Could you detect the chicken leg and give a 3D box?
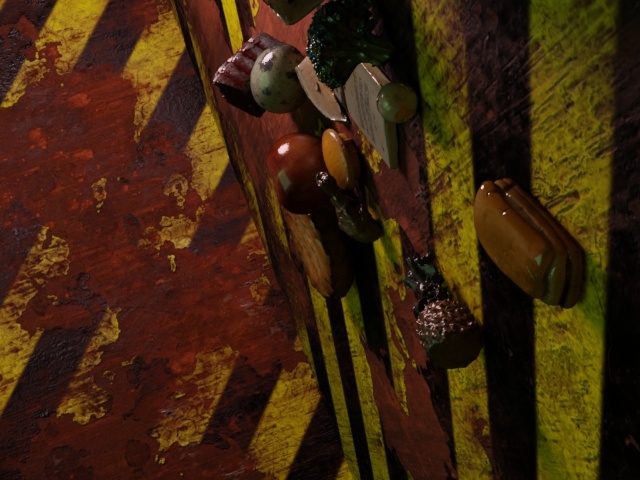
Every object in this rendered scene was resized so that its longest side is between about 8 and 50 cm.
[{"bbox_3d":[0.054,-0.071,2.127,0.198,0.069,0.085,50,173,-18],"label":"chicken leg"}]

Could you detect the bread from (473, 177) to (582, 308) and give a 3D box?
[{"bbox_3d":[0.286,0.006,1.352,0.200,0.077,0.115,-123,26,-45],"label":"bread"}]

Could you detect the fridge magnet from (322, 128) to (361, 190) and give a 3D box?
[{"bbox_3d":[0.045,-0.178,2.133,0.143,0.063,0.143,158,90,-77],"label":"fridge magnet"}]

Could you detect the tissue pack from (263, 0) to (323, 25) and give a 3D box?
[{"bbox_3d":[-0.045,-0.496,1.728,0.092,0.183,0.226,43,-172,-38],"label":"tissue pack"}]

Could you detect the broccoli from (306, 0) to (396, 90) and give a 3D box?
[{"bbox_3d":[0.055,-0.343,1.684,0.160,0.167,0.154,28,170,11],"label":"broccoli"}]

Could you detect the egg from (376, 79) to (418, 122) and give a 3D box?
[{"bbox_3d":[0.129,-0.234,1.651,0.083,0.071,0.071,116,133,-78],"label":"egg"}]

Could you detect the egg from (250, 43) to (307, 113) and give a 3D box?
[{"bbox_3d":[-0.093,-0.378,2.254,0.181,0.141,0.141,101,148,-52],"label":"egg"}]

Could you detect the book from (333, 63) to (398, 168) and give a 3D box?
[{"bbox_3d":[0.077,-0.291,1.892,0.201,0.026,0.289,81,163,-44],"label":"book"}]

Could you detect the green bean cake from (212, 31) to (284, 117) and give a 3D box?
[{"bbox_3d":[-0.174,-0.395,2.418,0.097,0.198,0.232,35,162,10],"label":"green bean cake"}]

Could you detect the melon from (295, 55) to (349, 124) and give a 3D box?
[{"bbox_3d":[0.010,-0.323,2.127,0.098,0.054,0.182,-37,73,62],"label":"melon"}]

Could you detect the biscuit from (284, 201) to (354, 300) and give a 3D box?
[{"bbox_3d":[0.000,0.000,2.533,0.325,0.107,0.325,61,167,25],"label":"biscuit"}]

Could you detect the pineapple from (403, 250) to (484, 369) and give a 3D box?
[{"bbox_3d":[0.216,0.118,1.797,0.251,0.125,0.125,-108,6,-48],"label":"pineapple"}]

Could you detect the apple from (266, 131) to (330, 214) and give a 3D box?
[{"bbox_3d":[-0.036,-0.163,2.312,0.201,0.162,0.201,159,90,-90],"label":"apple"}]
